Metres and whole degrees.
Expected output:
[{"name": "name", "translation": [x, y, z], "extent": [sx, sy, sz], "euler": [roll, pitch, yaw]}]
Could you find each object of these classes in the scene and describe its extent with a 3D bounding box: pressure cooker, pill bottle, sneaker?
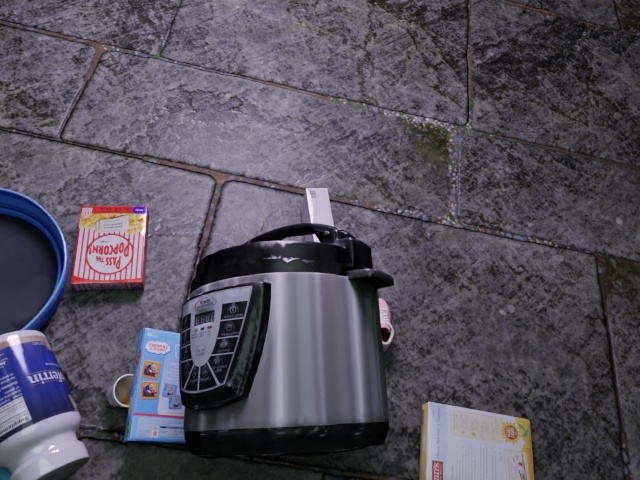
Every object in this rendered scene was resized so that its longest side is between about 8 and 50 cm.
[{"name": "pressure cooker", "translation": [-0.069, 0.176, 0.955], "extent": [0.369, 0.375, 0.421], "euler": [1, 70, -8]}, {"name": "pill bottle", "translation": [-0.535, 0.311, 0.924], "extent": [0.153, 0.153, 0.265], "euler": [-27, 72, -22]}, {"name": "sneaker", "translation": [0.145, 0.188, 1.171], "extent": [0.050, 0.070, 0.134], "euler": [7, 61, -6]}]

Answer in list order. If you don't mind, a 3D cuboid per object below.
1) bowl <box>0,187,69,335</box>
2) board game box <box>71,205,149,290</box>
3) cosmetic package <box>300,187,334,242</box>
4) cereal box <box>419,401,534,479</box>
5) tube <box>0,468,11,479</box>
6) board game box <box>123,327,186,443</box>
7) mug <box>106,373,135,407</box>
[{"name": "bowl", "translation": [-0.727, 0.070, 1.047], "extent": [0.391, 0.077, 0.391], "euler": [5, 61, -9]}, {"name": "board game box", "translation": [-0.470, 0.016, 1.150], "extent": [0.146, 0.045, 0.194], "euler": [-1, 64, -12]}, {"name": "cosmetic package", "translation": [0.000, 0.000, 1.224], "extent": [0.060, 0.099, 0.239], "euler": [-2, 64, -15]}, {"name": "cereal box", "translation": [0.332, 0.454, 1.085], "extent": [0.240, 0.047, 0.173], "euler": [12, 61, -5]}, {"name": "tube", "translation": [-0.618, 0.436, 0.865], "extent": [0.080, 0.052, 0.207], "euler": [37, 36, 17]}, {"name": "board game box", "translation": [-0.293, 0.292, 1.015], "extent": [0.160, 0.039, 0.212], "euler": [16, 59, -30]}, {"name": "mug", "translation": [-0.387, 0.308, 1.002], "extent": [0.062, 0.064, 0.078], "euler": [-17, 81, -49]}]
